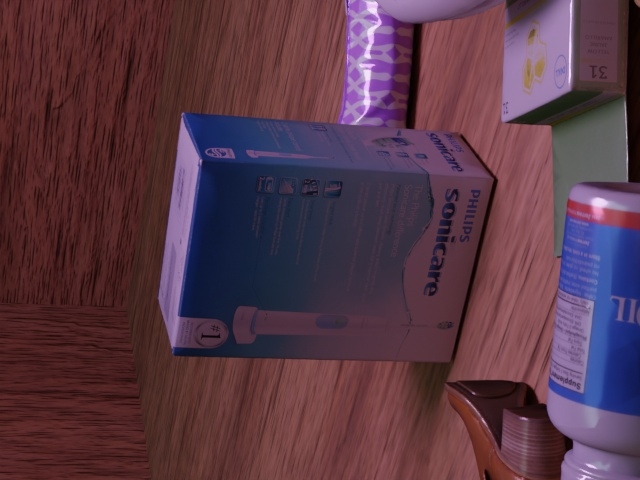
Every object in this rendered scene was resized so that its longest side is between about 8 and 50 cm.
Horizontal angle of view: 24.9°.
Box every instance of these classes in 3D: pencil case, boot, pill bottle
[{"bbox_3d":[0.061,-0.206,1.647,0.086,0.088,0.206,-169,82,-76],"label":"pencil case"},{"bbox_3d":[0.156,0.207,1.283,0.197,0.073,0.152,-145,55,-74],"label":"boot"},{"bbox_3d":[0.220,0.075,0.983,0.124,0.124,0.221,-152,65,-72],"label":"pill bottle"}]

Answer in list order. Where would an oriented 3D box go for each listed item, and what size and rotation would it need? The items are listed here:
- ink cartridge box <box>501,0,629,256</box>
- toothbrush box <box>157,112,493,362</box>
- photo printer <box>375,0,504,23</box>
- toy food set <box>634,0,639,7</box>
[{"bbox_3d":[0.199,-0.109,1.189,0.171,0.056,0.235,161,113,-78],"label":"ink cartridge box"},{"bbox_3d":[0.000,0.000,1.451,0.126,0.296,0.216,-114,30,-60],"label":"toothbrush box"},{"bbox_3d":[0.098,-0.337,1.159,0.256,0.107,0.307,-26,79,61],"label":"photo printer"},{"bbox_3d":[0.259,-0.185,1.073,0.082,0.020,0.083,125,145,-62],"label":"toy food set"}]
